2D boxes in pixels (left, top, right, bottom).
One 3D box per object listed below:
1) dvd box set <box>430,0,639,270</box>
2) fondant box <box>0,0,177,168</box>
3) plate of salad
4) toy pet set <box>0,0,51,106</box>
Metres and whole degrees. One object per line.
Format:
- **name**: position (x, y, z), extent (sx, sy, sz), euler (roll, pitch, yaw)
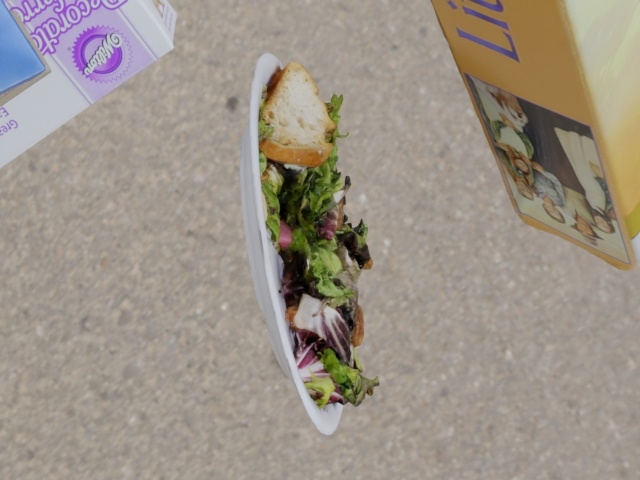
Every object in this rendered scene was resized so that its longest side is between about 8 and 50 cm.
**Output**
- **dvd box set**: position (0.111, -0.216, 0.279), extent (0.062, 0.420, 0.308), euler (32, 75, 36)
- **fondant box**: position (-0.307, -0.232, 0.929), extent (0.330, 0.238, 0.096), euler (53, 11, -26)
- **plate of salad**: position (0.000, 0.000, 0.601), extent (0.048, 0.200, 0.200), euler (-10, 64, 9)
- **toy pet set**: position (-0.184, -0.105, 0.523), extent (0.114, 0.122, 0.065), euler (58, 15, -3)
